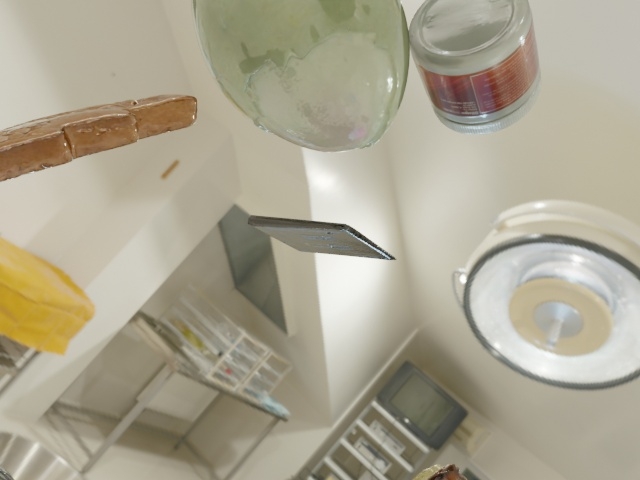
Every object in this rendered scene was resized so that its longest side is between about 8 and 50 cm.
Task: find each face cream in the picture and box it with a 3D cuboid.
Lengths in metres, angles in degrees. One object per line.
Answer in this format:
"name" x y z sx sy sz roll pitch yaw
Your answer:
"face cream" 0.266 -0.314 1.122 0.201 0.201 0.187 37 -8 36

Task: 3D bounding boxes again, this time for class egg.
"egg" -0.019 -0.273 0.892 0.336 0.278 0.278 60 -1 14

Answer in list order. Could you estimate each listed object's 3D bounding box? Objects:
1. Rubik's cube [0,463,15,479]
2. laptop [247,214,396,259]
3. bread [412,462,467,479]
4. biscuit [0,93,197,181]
"Rubik's cube" -0.380 0.154 0.374 0.260 0.259 0.255 20 -31 38
"laptop" 0.000 0.000 0.965 0.197 0.016 0.135 6 -18 43
"bread" 0.145 0.518 0.871 0.333 0.324 0.143 51 -13 10
"biscuit" -0.278 -0.098 0.647 0.306 0.284 0.043 -60 140 -68
